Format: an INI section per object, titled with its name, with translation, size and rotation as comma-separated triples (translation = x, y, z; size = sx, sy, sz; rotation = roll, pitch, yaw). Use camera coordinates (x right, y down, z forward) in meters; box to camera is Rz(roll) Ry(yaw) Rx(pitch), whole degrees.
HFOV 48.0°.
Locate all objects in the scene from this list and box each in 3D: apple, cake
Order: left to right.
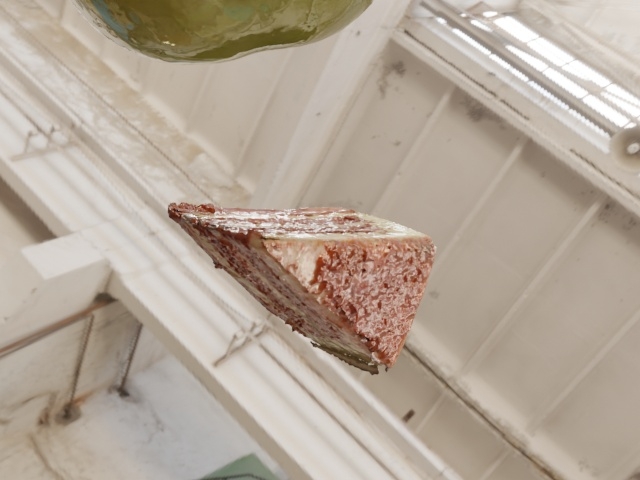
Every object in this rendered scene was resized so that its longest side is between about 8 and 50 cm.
[apple]
translation = -0.077, -0.274, 0.542
size = 0.291, 0.292, 0.254
rotation = 9, -46, 35
[cake]
translation = 0.000, 0.000, 0.736
size = 0.158, 0.160, 0.262
rotation = 19, -21, 41
